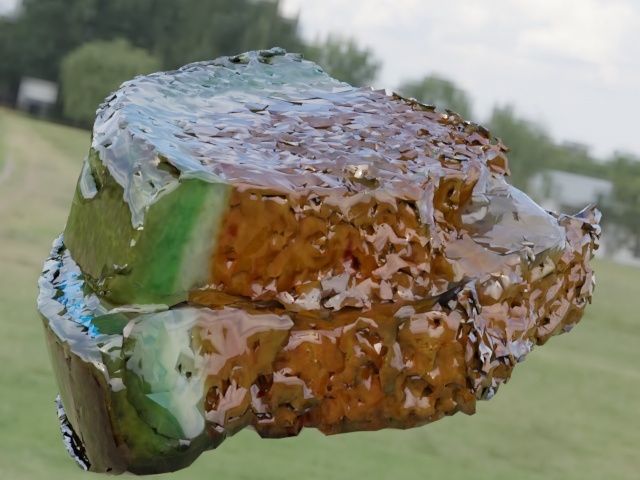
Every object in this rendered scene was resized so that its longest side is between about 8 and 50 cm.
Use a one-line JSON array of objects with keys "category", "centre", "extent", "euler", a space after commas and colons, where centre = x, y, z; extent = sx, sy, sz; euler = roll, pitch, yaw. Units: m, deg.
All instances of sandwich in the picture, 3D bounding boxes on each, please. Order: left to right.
[{"category": "sandwich", "centre": [-0.011, -0.003, 0.547], "extent": [0.159, 0.079, 0.235], "euler": [5, 17, 25]}]
